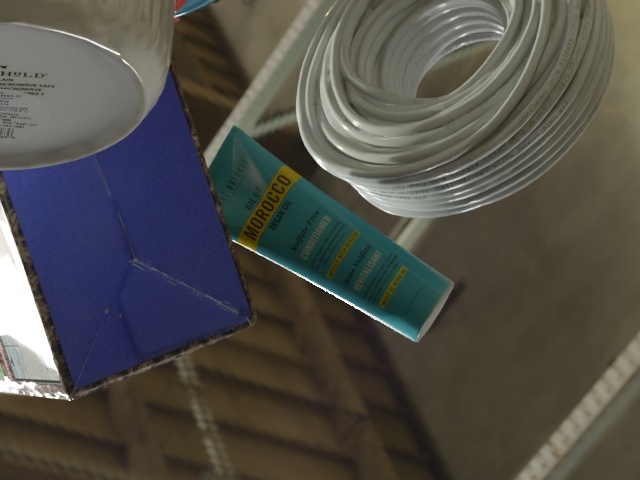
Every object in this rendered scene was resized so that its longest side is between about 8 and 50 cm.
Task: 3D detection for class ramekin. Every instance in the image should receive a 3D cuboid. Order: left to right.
[{"bbox_3d":[-0.174,-0.121,0.893,0.207,0.207,0.109,16,-122,-41],"label":"ramekin"}]

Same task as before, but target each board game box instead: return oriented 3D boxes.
[{"bbox_3d":[-0.196,-0.022,1.187,0.141,0.291,0.232,-20,-84,-26],"label":"board game box"}]

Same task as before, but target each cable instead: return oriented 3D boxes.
[{"bbox_3d":[0.102,-0.138,1.307,0.089,0.257,0.257,46,-161,-44],"label":"cable"}]

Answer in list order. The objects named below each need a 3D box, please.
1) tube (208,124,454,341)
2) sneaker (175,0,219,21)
[{"bbox_3d":[0.000,0.000,1.254,0.207,0.080,0.052,32,176,10],"label":"tube"},{"bbox_3d":[-0.202,-0.232,1.475,0.104,0.262,0.125,60,-176,37],"label":"sneaker"}]
